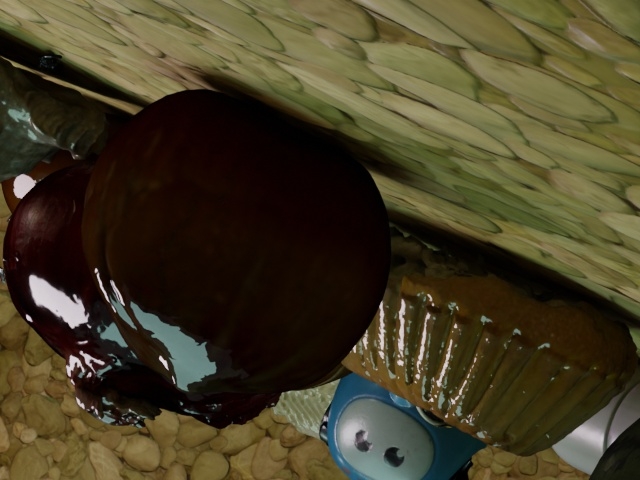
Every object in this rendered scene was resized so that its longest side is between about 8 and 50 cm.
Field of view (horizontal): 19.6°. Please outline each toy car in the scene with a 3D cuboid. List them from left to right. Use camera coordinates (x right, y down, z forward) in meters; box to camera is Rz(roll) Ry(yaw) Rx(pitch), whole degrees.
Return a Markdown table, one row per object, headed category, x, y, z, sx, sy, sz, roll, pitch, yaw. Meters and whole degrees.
| category | x | y | z | sx | sy | sz | roll | pitch | yaw |
| --- | --- | --- | --- | --- | --- | --- | --- | --- | --- |
| toy car | 0.116 | 0.174 | 2.159 | 0.188 | 0.255 | 0.190 | 29 | 161 | 17 |

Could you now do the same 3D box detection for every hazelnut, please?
| category | x | y | z | sx | sy | sz | roll | pitch | yaw |
| --- | --- | --- | --- | --- | --- | --- | --- | --- | --- |
| hazelnut | -0.063 | 0.010 | 1.342 | 0.229 | 0.230 | 0.229 | 25 | 176 | 2 |

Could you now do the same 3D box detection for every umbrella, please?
| category | x | y | z | sx | sy | sz | roll | pitch | yaw |
| --- | --- | --- | --- | --- | --- | --- | --- | --- | --- |
| umbrella | -0.234 | -0.153 | 1.612 | 0.022 | 0.013 | 0.122 | 2 | 178 | -7 |

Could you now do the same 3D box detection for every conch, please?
| category | x | y | z | sx | sy | sz | roll | pitch | yaw |
| --- | --- | --- | --- | --- | --- | --- | --- | --- | --- |
| conch | -0.379 | -0.117 | 1.675 | 0.352 | 0.210 | 0.297 | 31 | -168 | -7 |

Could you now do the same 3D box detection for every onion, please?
| category | x | y | z | sx | sy | sz | roll | pitch | yaw |
| --- | --- | --- | --- | --- | --- | --- | --- | --- | --- |
| onion | -0.160 | 0.061 | 1.711 | 0.314 | 0.232 | 0.314 | 30 | 165 | 9 |

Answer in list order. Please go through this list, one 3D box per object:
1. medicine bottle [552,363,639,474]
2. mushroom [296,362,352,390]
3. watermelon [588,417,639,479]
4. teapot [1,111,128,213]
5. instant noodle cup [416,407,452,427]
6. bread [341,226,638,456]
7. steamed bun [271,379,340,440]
| category | x | y | z | sx | sy | sz | roll | pitch | yaw |
| --- | --- | --- | --- | --- | --- | --- | --- | --- | --- |
| medicine bottle | 0.364 | 0.206 | 1.838 | 0.130 | 0.130 | 0.341 | 28 | 173 | -40 |
| mushroom | -0.049 | 0.033 | 1.928 | 0.301 | 0.208 | 0.233 | 37 | 132 | -19 |
| watermelon | 0.363 | 0.257 | 1.458 | 0.279 | 0.279 | 0.359 | 28 | 175 | -37 |
| teapot | -0.209 | -0.069 | 1.871 | 0.252 | 0.135 | 0.178 | 7 | 145 | 0 |
| instant noodle cup | 0.174 | 0.118 | 1.816 | 0.122 | 0.151 | 0.151 | 8 | 166 | 38 |
| bread | 0.137 | 0.091 | 1.620 | 0.274 | 0.149 | 0.274 | 22 | 179 | 0 |
| steamed bun | 0.037 | 0.167 | 2.715 | 0.275 | 0.206 | 0.320 | 12 | 144 | 25 |
